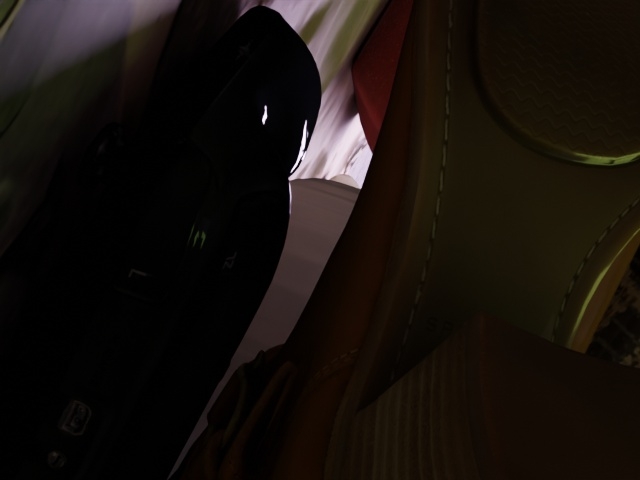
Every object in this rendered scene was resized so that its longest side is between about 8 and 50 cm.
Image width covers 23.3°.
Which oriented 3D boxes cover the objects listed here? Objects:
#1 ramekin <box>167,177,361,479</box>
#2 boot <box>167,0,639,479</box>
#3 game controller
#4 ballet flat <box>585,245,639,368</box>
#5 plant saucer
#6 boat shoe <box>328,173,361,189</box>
[{"bbox_3d":[0.003,0.104,0.753,0.277,0.135,0.277,-48,152,-37],"label":"ramekin"},{"bbox_3d":[0.022,0.037,0.498,0.220,0.109,0.283,-47,-150,43],"label":"boot"},{"bbox_3d":[-0.089,0.070,0.533,0.319,0.067,0.166,-61,-170,27],"label":"game controller"},{"bbox_3d":[0.069,0.156,0.532,0.182,0.164,0.483,-2,-120,45],"label":"ballet flat"},{"bbox_3d":[0.092,-0.164,0.962,0.259,0.047,0.258,-58,176,-1],"label":"plant saucer"},{"bbox_3d":[-0.001,-0.001,1.066,0.042,0.049,0.133,-29,-159,33],"label":"boat shoe"}]
